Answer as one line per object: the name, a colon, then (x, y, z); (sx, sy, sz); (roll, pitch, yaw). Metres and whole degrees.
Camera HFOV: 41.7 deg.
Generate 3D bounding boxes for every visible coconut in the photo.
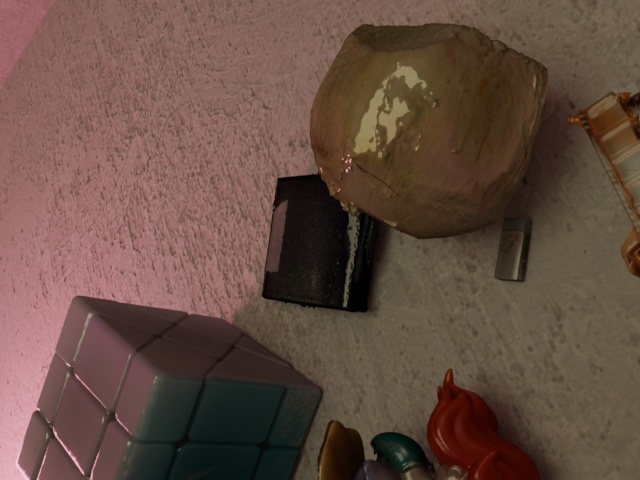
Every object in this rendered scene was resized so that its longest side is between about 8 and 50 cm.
coconut: (0.130, -0.134, 1.091); (0.297, 0.297, 0.254); (15, 88, 49)

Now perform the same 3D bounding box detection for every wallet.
wallet: (0.000, 0.000, 1.368); (0.262, 0.071, 0.220); (3, 86, 51)

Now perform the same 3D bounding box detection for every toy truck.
toy truck: (0.381, -0.045, 0.915); (0.135, 0.114, 0.270); (-36, 54, 31)

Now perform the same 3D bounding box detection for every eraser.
eraser: (0.254, 0.012, 1.108); (0.038, 0.019, 0.083); (2, 80, 49)

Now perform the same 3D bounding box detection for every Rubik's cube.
Rubik's cube: (-0.248, 0.302, 1.353); (0.319, 0.322, 0.315); (26, 97, 47)

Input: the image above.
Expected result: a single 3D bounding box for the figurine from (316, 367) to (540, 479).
figurine: (0.142, 0.280, 1.030); (0.257, 0.208, 0.180); (-4, 114, 19)
